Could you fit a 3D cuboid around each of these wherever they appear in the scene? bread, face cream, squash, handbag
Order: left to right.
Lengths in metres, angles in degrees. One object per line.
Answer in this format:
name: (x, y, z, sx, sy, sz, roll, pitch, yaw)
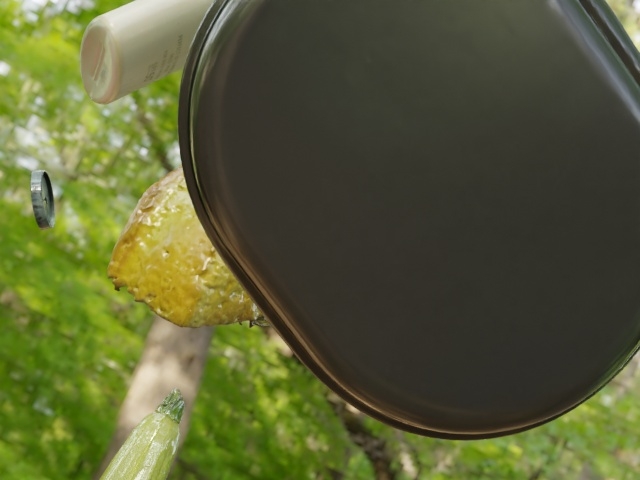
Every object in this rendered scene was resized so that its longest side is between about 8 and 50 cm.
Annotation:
squash: (-0.232, 0.291, 1.786, 0.094, 0.224, 0.094, 26, -12, 6)
face cream: (-0.135, -0.287, 1.753, 0.081, 0.348, 0.173, 56, -28, 10)
bread: (-0.086, -0.006, 1.447, 0.260, 0.147, 0.160, 0, 30, -47)
handbag: (0.066, -0.039, 0.773, 0.308, 0.253, 0.093, 53, -3, -8)

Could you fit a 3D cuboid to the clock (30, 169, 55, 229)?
clock: (-0.385, -0.057, 1.934, 0.017, 0.085, 0.085, -7, -15, 0)
